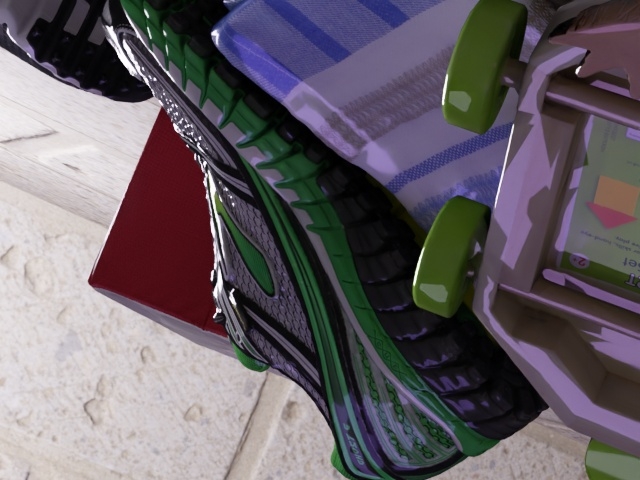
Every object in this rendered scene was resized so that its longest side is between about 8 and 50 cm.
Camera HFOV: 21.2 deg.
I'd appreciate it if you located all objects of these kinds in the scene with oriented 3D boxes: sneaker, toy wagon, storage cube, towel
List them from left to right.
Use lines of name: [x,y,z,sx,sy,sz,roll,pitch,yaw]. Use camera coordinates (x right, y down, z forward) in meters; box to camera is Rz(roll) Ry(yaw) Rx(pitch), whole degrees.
sneaker: [-0.203,-0.162,1.094,0.234,0.078,0.106,29,174,-18]
sneaker: [-0.026,-0.008,0.962,0.343,0.146,0.134,56,-152,12]
storage cube: [-0.012,-0.009,1.147,0.184,0.193,0.215,19,173,23]
towel: [0.087,-0.042,0.829,0.285,0.034,0.209,42,155,-14]
toy wagon: [0.175,0.032,0.745,0.267,0.068,0.344,21,139,13]

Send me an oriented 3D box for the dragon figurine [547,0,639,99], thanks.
dragon figurine: [0.137,-0.110,0.408,0.085,0.144,0.289,26,153,-16]
